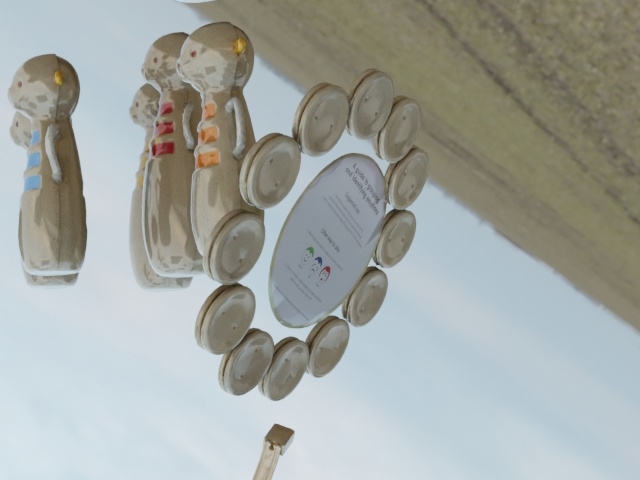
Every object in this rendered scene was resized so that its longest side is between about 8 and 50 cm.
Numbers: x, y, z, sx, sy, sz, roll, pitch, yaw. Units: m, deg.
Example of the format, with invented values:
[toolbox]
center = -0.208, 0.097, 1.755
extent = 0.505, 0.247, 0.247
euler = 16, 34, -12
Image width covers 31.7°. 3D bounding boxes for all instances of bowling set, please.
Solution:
[bowling set]
center = -0.150, -0.053, 0.679
extent = 0.200, 0.154, 0.287
euler = -1, 172, -20

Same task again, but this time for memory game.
[memory game]
center = 0.000, 0.000, 0.585
extent = 0.012, 0.186, 0.186
euler = 26, 180, 31

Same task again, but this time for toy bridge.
[toy bridge]
center = -0.066, 0.284, 1.188
extent = 0.026, 0.188, 0.063
euler = 21, -150, 13

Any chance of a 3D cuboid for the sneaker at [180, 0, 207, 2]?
[sneaker]
center = 0.003, -0.293, 0.808
extent = 0.169, 0.293, 0.108
euler = 78, 165, -49
